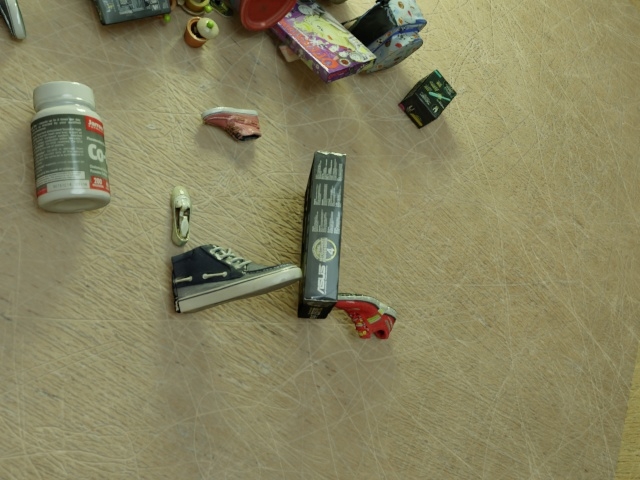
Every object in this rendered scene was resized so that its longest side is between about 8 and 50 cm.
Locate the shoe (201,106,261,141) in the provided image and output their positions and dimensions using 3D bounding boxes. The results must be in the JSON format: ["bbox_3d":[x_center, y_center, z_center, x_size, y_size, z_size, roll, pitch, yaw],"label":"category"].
[{"bbox_3d":[-0.251,-0.331,1.705,0.178,0.063,0.081,-6,76,-36],"label":"shoe"}]

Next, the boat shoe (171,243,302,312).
[{"bbox_3d":[-0.224,0.071,1.502,0.341,0.127,0.158,-15,80,7],"label":"boat shoe"}]

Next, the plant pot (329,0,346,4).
[{"bbox_3d":[0.005,-0.910,1.922,0.274,0.257,0.256,36,61,-38],"label":"plant pot"}]

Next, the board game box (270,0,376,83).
[{"bbox_3d":[-0.012,-0.634,1.850,0.208,0.056,0.347,-31,68,-30],"label":"board game box"}]

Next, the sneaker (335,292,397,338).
[{"bbox_3d":[0.131,0.228,1.747,0.279,0.107,0.118,27,72,-41],"label":"sneaker"}]

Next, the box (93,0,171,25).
[{"bbox_3d":[-0.510,-0.694,1.542,0.183,0.059,0.232,-23,114,-25],"label":"box"}]

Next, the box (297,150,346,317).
[{"bbox_3d":[0.000,0.000,1.623,0.097,0.318,0.394,5,75,-6],"label":"box"}]

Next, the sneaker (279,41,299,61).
[{"bbox_3d":[-0.083,-0.614,1.891,0.070,0.051,0.134,63,39,-31],"label":"sneaker"}]

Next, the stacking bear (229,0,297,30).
[{"bbox_3d":[-0.222,-0.789,1.774,0.175,0.164,0.289,-9,65,-44],"label":"stacking bear"}]

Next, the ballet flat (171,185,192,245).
[{"bbox_3d":[-0.364,-0.069,1.579,0.057,0.052,0.168,2,76,-30],"label":"ballet flat"}]

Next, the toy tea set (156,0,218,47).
[{"bbox_3d":[-0.409,-0.709,1.669,0.336,0.124,0.200,39,61,-17],"label":"toy tea set"}]

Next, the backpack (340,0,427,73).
[{"bbox_3d":[0.227,-0.695,1.979,0.263,0.277,0.213,-38,103,-39],"label":"backpack"}]

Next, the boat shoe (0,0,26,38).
[{"bbox_3d":[-0.787,-0.594,1.447,0.076,0.080,0.228,-19,91,-16],"label":"boat shoe"}]

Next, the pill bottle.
[{"bbox_3d":[-0.596,-0.220,1.412,0.161,0.161,0.283,-4,80,-32],"label":"pill bottle"}]

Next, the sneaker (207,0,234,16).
[{"bbox_3d":[-0.297,-0.701,1.787,0.083,0.035,0.031,16,71,-27],"label":"sneaker"}]

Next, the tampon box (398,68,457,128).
[{"bbox_3d":[0.379,-0.500,2.105,0.120,0.101,0.161,47,60,-12],"label":"tampon box"}]
